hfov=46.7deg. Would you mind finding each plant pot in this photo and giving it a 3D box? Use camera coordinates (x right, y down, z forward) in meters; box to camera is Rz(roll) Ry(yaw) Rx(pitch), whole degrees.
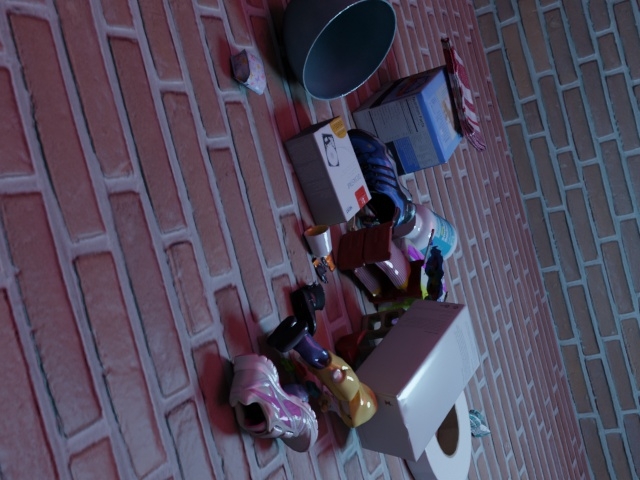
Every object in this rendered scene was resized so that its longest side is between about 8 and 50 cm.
[{"bbox_3d":[0.017,-0.526,1.850,0.195,0.290,0.290,49,18,25],"label":"plant pot"}]

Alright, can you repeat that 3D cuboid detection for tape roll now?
[{"bbox_3d":[0.330,0.516,2.122,0.392,0.072,0.392,33,50,-51],"label":"tape roll"}]

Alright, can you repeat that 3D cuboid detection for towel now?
[{"bbox_3d":[0.455,-0.455,2.334,0.237,0.037,0.329,14,62,-67],"label":"towel"}]

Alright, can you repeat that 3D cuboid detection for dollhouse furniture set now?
[{"bbox_3d":[0.148,0.168,1.859,0.201,0.152,0.374,45,41,-44],"label":"dollhouse furniture set"}]

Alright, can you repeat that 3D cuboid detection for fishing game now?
[{"bbox_3d":[0.296,0.106,1.982,0.264,0.041,0.189,-93,-173,-45],"label":"fishing game"}]

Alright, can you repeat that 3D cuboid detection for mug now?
[{"bbox_3d":[0.002,0.001,1.772,0.078,0.062,0.064,-45,125,-50],"label":"mug"}]

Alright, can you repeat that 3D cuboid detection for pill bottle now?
[{"bbox_3d":[0.300,-0.025,2.224,0.264,0.146,0.146,22,59,-56],"label":"pill bottle"}]

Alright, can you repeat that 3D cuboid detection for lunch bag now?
[{"bbox_3d":[-0.160,-0.371,1.649,0.071,0.053,0.083,18,53,-60],"label":"lunch bag"}]

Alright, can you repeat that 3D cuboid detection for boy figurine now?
[{"bbox_3d":[0.012,0.277,1.548,0.092,0.177,0.285,-46,115,-16],"label":"boy figurine"}]

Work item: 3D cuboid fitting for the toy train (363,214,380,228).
[{"bbox_3d":[0.148,-0.050,2.062,0.158,0.027,0.036,-4,106,-73],"label":"toy train"}]

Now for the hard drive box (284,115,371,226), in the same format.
[{"bbox_3d":[0.022,-0.173,1.851,0.181,0.089,0.232,-46,118,-57],"label":"hard drive box"}]

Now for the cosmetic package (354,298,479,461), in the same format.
[{"bbox_3d":[0.228,0.320,1.763,0.365,0.155,0.197,-40,124,-43],"label":"cosmetic package"}]

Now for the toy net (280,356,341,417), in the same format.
[{"bbox_3d":[-0.020,0.332,1.611,0.232,0.045,0.122,38,17,-53],"label":"toy net"}]

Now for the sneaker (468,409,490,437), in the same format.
[{"bbox_3d":[0.496,0.584,2.419,0.166,0.065,0.076,48,23,-46],"label":"sneaker"}]

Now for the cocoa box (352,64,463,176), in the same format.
[{"bbox_3d":[0.286,-0.365,2.261,0.231,0.228,0.347,67,30,-17],"label":"cocoa box"}]

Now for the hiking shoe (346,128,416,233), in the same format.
[{"bbox_3d":[0.150,-0.170,2.008,0.304,0.113,0.132,56,34,1],"label":"hiking shoe"}]

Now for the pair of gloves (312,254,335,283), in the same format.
[{"bbox_3d":[0.010,0.060,1.809,0.074,0.010,0.083,62,32,-25],"label":"pair of gloves"}]

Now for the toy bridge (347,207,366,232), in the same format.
[{"bbox_3d":[0.098,-0.092,2.017,0.063,0.026,0.188,54,36,-32],"label":"toy bridge"}]

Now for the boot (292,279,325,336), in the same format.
[{"bbox_3d":[-0.020,0.155,1.683,0.099,0.045,0.121,-11,87,-65],"label":"boot"}]

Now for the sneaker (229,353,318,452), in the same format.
[{"bbox_3d":[-0.100,0.335,1.414,0.252,0.103,0.111,53,40,-26],"label":"sneaker"}]

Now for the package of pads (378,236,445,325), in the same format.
[{"bbox_3d":[0.272,0.161,2.140,0.296,0.101,0.229,42,43,-46],"label":"package of pads"}]
